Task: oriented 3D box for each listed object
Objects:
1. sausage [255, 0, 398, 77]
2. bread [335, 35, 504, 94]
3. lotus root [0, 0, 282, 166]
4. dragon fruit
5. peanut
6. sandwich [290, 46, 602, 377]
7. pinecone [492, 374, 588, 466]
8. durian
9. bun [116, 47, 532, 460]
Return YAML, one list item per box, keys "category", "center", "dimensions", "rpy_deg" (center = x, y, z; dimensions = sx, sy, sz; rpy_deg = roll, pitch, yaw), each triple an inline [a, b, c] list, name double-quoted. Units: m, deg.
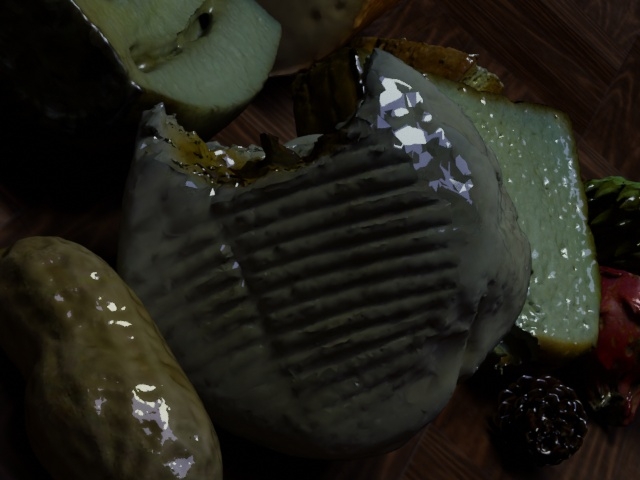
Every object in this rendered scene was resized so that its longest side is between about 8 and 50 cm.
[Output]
- category: "sausage"
  center: [-0.016, -0.292, 1.524]
  dimensions: [0.233, 0.233, 0.287]
  rpy_deg: [43, 28, 0]
- category: "bread"
  center: [0.088, -0.145, 1.538]
  dimensions: [0.187, 0.065, 0.103]
  rpy_deg: [12, -13, 46]
- category: "lotus root"
  center: [-0.172, -0.149, 1.236]
  dimensions: [0.267, 0.149, 0.260]
  rpy_deg: [39, 27, -19]
- category: "dragon fruit"
  center: [0.255, 0.100, 1.482]
  dimensions: [0.153, 0.153, 0.111]
  rpy_deg: [36, 66, -11]
- category: "peanut"
  center: [-0.138, 0.087, 1.025]
  dimensions: [0.108, 0.095, 0.226]
  rpy_deg: [4, 47, -50]
- category: "sandwich"
  center: [0.113, -0.012, 1.379]
  dimensions: [0.273, 0.095, 0.249]
  rpy_deg: [10, 64, -42]
- category: "pinecone"
  center: [0.181, 0.145, 1.348]
  dimensions: [0.077, 0.083, 0.077]
  rpy_deg: [2, 85, -21]
- category: "durian"
  center: [0.360, -0.015, 1.639]
  dimensions: [0.163, 0.198, 0.394]
  rpy_deg: [60, 22, 17]
- category: "bun"
  center: [0.007, 0.014, 1.151]
  dimensions: [0.281, 0.281, 0.205]
  rpy_deg: [45, 11, 3]
